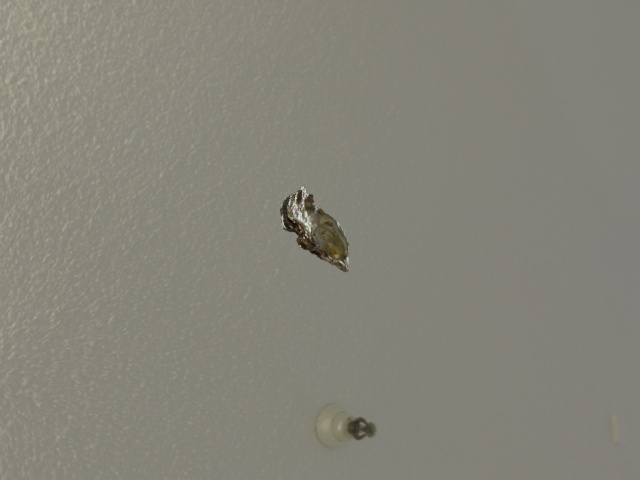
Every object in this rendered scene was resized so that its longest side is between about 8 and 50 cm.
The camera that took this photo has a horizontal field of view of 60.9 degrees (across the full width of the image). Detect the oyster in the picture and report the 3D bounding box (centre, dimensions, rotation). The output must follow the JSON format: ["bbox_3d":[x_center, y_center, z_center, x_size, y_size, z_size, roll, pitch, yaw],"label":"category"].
[{"bbox_3d":[-0.001,0.000,0.604,0.132,0.029,0.086,59,-154,-22],"label":"oyster"}]
